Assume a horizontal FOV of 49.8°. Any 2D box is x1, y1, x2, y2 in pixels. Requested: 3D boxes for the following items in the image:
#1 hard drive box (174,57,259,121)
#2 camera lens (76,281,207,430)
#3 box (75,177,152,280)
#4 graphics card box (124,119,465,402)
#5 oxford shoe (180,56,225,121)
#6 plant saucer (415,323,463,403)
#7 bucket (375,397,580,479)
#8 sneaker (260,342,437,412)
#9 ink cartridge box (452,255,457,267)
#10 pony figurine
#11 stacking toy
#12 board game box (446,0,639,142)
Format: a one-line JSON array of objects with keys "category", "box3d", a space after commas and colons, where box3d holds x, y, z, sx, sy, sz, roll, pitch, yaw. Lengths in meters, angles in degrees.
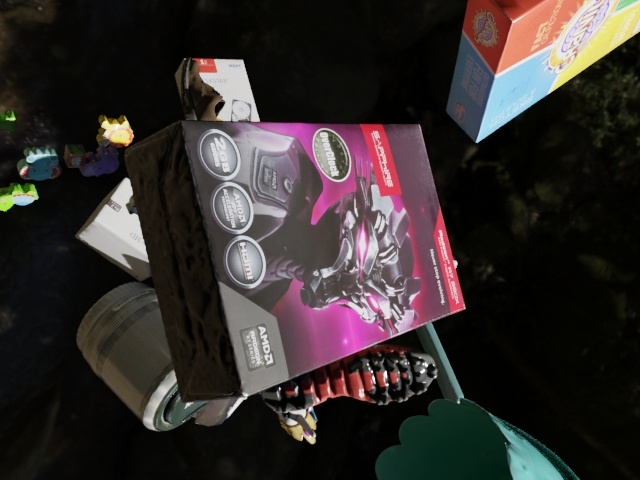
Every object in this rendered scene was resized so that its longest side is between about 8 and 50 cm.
[{"category": "hard drive box", "box3d": [-0.282, -0.377, 1.903, 0.181, 0.232, 0.089, -9, 165, -32]}, {"category": "camera lens", "box3d": [-0.352, 0.246, 1.462, 0.219, 0.274, 0.219, -42, 156, -23]}, {"category": "box", "box3d": [-0.407, -0.018, 1.500, 0.181, 0.182, 0.119, 38, 61, -19]}, {"category": "graphics card box", "box3d": [0.000, 0.000, 0.702, 0.370, 0.094, 0.233, -9, 86, -48]}, {"category": "oxford shoe", "box3d": [-0.263, -0.316, 1.544, 0.096, 0.227, 0.083, -7, 154, -12]}, {"category": "plant saucer", "box3d": [0.190, 0.186, 1.144, 0.018, 0.192, 0.067, -16, 153, -7]}, {"category": "bucket", "box3d": [0.192, 0.354, 0.837, 0.183, 0.281, 0.281, 31, 82, -21]}, {"category": "sneaker", "box3d": [0.043, 0.197, 1.098, 0.135, 0.275, 0.098, -82, 164, -68]}, {"category": "ink cartridge box", "box3d": [0.260, 0.071, 1.731, 0.056, 0.135, 0.099, -100, -152, -73]}, {"category": "pony figurine", "box3d": [-0.166, 0.290, 1.587, 0.302, 0.351, 0.364, -37, 111, -25]}, {"category": "stacking toy", "box3d": [-0.338, -0.103, 0.925, 0.221, 0.167, 0.052, -5, 137, -35]}, {"category": "board game box", "box3d": [0.300, -0.275, 0.802, 0.316, 0.064, 0.242, -34, 161, -9]}]
